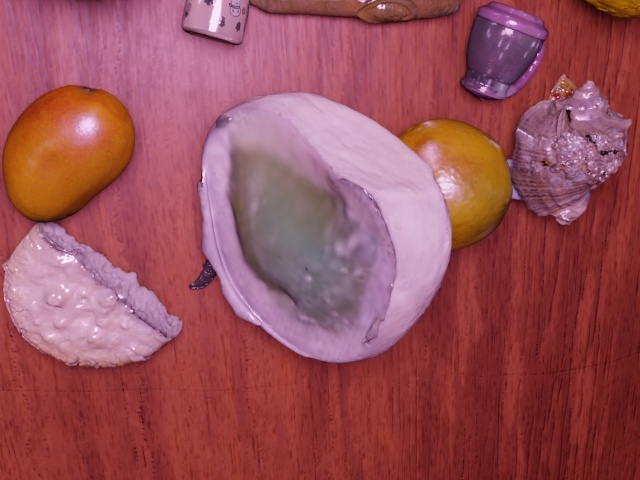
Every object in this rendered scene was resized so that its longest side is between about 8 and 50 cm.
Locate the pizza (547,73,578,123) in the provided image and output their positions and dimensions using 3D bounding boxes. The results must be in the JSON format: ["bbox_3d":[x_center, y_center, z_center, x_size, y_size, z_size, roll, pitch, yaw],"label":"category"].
[{"bbox_3d":[0.439,-0.225,1.106,0.099,0.029,0.100,22,101,-19],"label":"pizza"}]

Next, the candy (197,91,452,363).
[{"bbox_3d":[0.000,0.000,0.941,0.386,0.186,0.427,25,127,20],"label":"candy"}]

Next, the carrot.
[{"bbox_3d":[0.053,-0.365,0.958,0.342,0.070,0.070,-5,108,-10],"label":"carrot"}]

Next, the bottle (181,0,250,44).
[{"bbox_3d":[-0.141,-0.364,0.897,0.099,0.099,0.152,9,102,-15],"label":"bottle"}]

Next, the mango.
[{"bbox_3d":[-0.368,-0.125,0.902,0.221,0.120,0.151,-38,112,8],"label":"mango"}]

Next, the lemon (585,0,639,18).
[{"bbox_3d":[0.478,-0.468,0.928,0.245,0.245,0.320,-33,113,-1],"label":"lemon"}]

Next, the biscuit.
[{"bbox_3d":[-0.371,0.114,0.992,0.281,0.084,0.179,39,94,-21],"label":"biscuit"}]

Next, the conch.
[{"bbox_3d":[0.408,-0.140,1.046,0.178,0.163,0.245,10,116,17],"label":"conch"}]

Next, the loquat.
[{"bbox_3d":[0.175,-0.085,1.003,0.246,0.213,0.213,-1,107,-1],"label":"loquat"}]

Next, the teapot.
[{"bbox_3d":[0.290,-0.300,1.023,0.116,0.148,0.146,28,114,17],"label":"teapot"}]

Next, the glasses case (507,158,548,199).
[{"bbox_3d":[0.386,-0.102,1.122,0.178,0.045,0.067,7,103,-15],"label":"glasses case"}]

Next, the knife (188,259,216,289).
[{"bbox_3d":[-0.171,-0.019,1.032,0.046,0.021,0.222,12,104,-13],"label":"knife"}]
